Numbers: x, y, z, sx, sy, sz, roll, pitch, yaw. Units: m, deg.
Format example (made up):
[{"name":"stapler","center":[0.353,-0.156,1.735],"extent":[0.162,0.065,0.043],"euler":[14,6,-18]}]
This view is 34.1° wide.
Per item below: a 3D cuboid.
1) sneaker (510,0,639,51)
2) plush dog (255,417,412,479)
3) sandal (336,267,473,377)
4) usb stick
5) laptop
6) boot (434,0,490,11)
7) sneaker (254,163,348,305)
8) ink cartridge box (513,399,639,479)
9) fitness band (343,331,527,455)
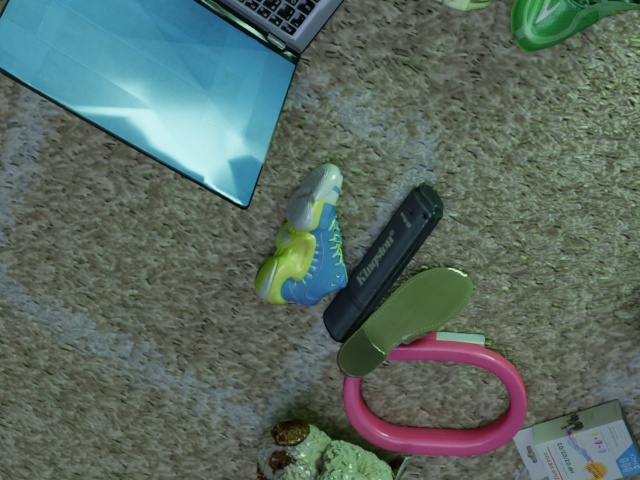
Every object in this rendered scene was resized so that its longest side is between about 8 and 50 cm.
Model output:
[{"name":"sneaker","center":[0.371,-0.337,1.319],"extent":[0.296,0.123,0.109],"euler":[-29,107,20]},{"name":"plush dog","center":[0.001,0.372,1.678],"extent":[0.225,0.210,0.262],"euler":[31,138,11]},{"name":"sandal","center":[0.119,0.122,1.588],"extent":[0.240,0.079,0.088],"euler":[-36,90,-12]},{"name":"usb stick","center":[0.091,0.039,1.560],"extent":[0.045,0.077,0.278],"euler":[21,118,-29]},{"name":"laptop","center":[-0.134,-0.327,1.288],"extent":[0.382,0.236,0.408],"euler":[30,116,-25]},{"name":"boot","center":[0.173,-0.388,1.279],"extent":[0.095,0.262,0.203],"euler":[49,122,28]},{"name":"sneaker","center":[0.000,0.000,1.562],"extent":[0.126,0.091,0.240],"euler":[21,117,-20]},{"name":"ink cartridge box","center":[0.404,0.334,1.647],"extent":[0.181,0.061,0.104],"euler":[-21,109,18]},{"name":"fitness band","center":[0.180,0.246,1.649],"extent":[0.291,0.054,0.209],"euler":[2,114,10]}]
